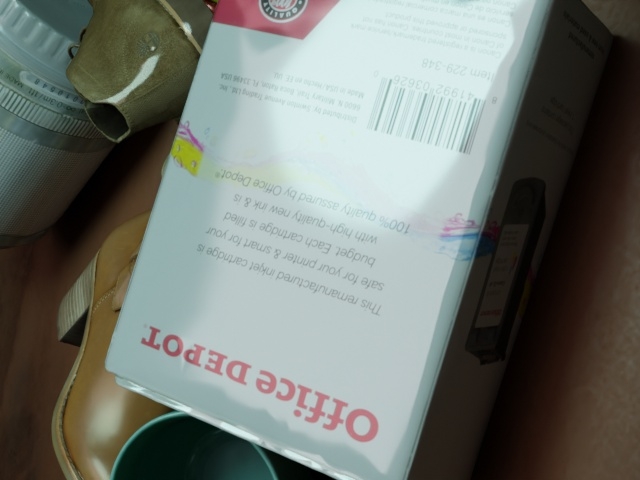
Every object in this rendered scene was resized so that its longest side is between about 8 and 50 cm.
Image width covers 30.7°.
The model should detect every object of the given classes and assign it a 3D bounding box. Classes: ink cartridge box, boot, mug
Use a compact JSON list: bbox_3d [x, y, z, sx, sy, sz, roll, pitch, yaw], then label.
[{"bbox_3d":[0.023,-0.024,0.733,0.226,0.131,0.306,19,93,30],"label":"ink cartridge box"},{"bbox_3d":[-0.113,0.084,0.942,0.220,0.109,0.283,-42,41,27],"label":"boot"},{"bbox_3d":[-0.163,-0.167,0.929,0.115,0.112,0.305,-36,32,-4],"label":"boot"},{"bbox_3d":[-0.061,0.187,0.824,0.158,0.097,0.129,37,99,14],"label":"mug"}]

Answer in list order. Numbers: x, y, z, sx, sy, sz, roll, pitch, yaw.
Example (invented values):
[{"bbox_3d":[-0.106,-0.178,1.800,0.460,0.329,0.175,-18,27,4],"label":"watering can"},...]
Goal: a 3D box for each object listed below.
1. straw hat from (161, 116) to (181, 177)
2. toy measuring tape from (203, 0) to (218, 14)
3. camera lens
[{"bbox_3d":[-0.086,-0.111,0.942,0.145,0.061,0.144,-26,31,17],"label":"straw hat"},{"bbox_3d":[-0.073,-0.239,1.017,0.121,0.121,0.330,-65,18,11],"label":"toy measuring tape"},{"bbox_3d":[-0.300,-0.143,1.129,0.274,0.219,0.219,-47,46,29],"label":"camera lens"}]
